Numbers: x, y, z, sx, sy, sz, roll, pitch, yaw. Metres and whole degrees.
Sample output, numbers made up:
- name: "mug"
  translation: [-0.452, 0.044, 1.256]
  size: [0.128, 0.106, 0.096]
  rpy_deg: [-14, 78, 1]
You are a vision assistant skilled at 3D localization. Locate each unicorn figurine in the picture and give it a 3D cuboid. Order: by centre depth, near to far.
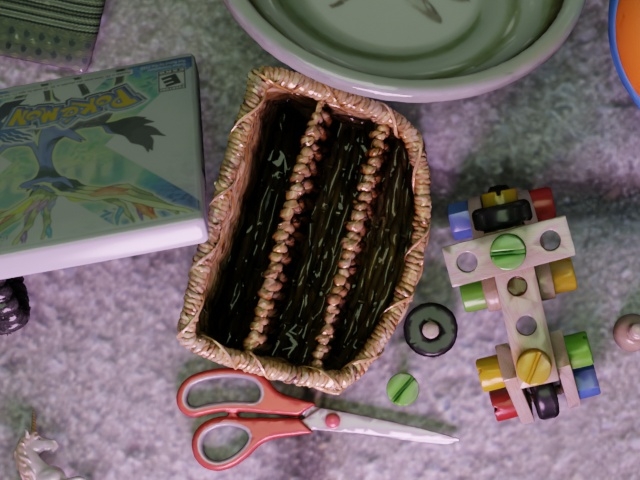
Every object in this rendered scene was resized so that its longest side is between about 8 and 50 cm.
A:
- name: "unicorn figurine"
  translation: [-0.281, 0.272, 1.874]
  size: [0.111, 0.060, 0.162]
  rpy_deg: [15, 86, 5]

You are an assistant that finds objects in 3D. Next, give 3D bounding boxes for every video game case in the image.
- name: "video game case"
  translation: [-0.279, -0.070, 1.768]
  size: [0.329, 0.300, 0.036]
  rpy_deg: [-10, 128, 1]

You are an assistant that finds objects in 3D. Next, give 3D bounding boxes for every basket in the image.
- name: "basket"
  translation: [0.000, 0.000, 1.795]
  size: [0.213, 0.223, 0.299]
  rpy_deg: [16, 86, 6]

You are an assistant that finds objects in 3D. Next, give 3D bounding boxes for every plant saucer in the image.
- name: "plant saucer"
  translation: [0.073, -0.284, 1.828]
  size: [0.400, 0.100, 0.401]
  rpy_deg: [4, 57, -7]

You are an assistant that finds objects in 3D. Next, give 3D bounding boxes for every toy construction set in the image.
- name: "toy construction set"
  translation: [0.238, 0.069, 1.762]
  size: [0.308, 0.237, 0.258]
  rpy_deg: [12, 86, 5]

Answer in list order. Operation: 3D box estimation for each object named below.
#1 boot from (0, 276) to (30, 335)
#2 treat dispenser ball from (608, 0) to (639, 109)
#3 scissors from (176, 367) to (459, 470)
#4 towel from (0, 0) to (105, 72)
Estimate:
- name: "boot"
  translation: [-0.475, -0.025, 1.879]
  size: [0.260, 0.131, 0.348]
  rpy_deg: [-24, 89, 5]
- name: "treat dispenser ball"
  translation: [0.428, -0.220, 1.745]
  size: [0.288, 0.288, 0.288]
  rpy_deg: [0, 85, 4]
- name: "scissors"
  translation: [-0.005, 0.180, 1.880]
  size: [0.297, 0.021, 0.109]
  rpy_deg: [-6, 83, 5]
- name: "towel"
  translation: [-0.372, -0.363, 1.911]
  size: [0.324, 0.056, 0.312]
  rpy_deg: [14, 105, 4]
